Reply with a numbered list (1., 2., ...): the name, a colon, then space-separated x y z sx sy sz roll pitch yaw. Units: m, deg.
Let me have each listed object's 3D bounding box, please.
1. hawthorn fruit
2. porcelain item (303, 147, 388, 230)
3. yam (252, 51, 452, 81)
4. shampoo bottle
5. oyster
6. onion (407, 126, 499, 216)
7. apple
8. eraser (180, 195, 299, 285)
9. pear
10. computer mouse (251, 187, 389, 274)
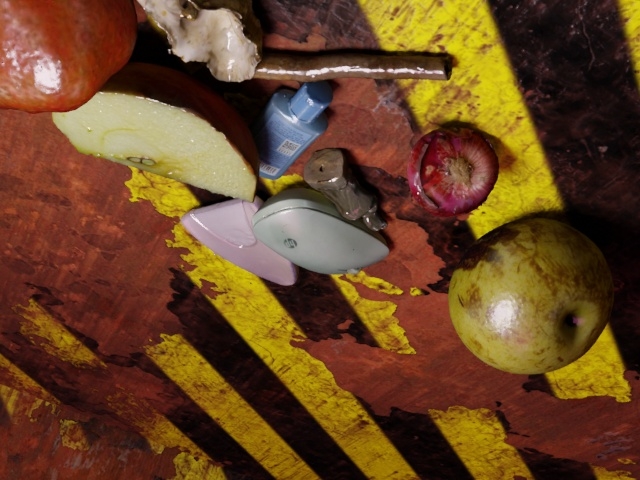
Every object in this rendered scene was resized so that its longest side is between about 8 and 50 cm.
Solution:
1. hawthorn fruit: -0.397 -0.325 1.569 0.295 0.295 0.311 19 127 -5
2. porcelain item: 0.053 -0.076 1.966 0.081 0.069 0.215 -8 148 29
3. yam: 0.034 -0.259 1.675 0.326 0.045 0.045 4 -167 19
4. shampoo bottle: -0.055 -0.185 1.826 0.103 0.061 0.258 30 148 -13
5. oyster: -0.184 -0.344 1.576 0.166 0.110 0.341 -5 148 44
6. onion: 0.199 -0.114 1.786 0.150 0.150 0.140 27 -178 -19
7. apple: -0.243 -0.183 1.771 0.346 0.254 0.179 18 107 -10
8. eraser: -0.126 0.002 2.181 0.204 0.059 0.243 -12 137 39
9. pear: 0.351 0.091 1.898 0.283 0.284 0.283 12 150 7
10. computer mouse: 0.000 0.005 2.050 0.159 0.097 0.288 -26 137 32
